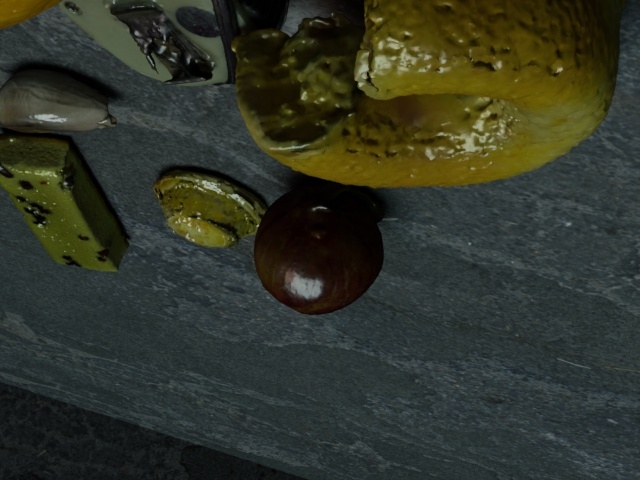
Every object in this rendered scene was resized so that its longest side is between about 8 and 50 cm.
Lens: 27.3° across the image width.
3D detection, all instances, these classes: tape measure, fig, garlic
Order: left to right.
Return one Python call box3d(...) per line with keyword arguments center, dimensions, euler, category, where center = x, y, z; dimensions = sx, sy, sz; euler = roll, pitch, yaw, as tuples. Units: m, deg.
box3d(center=(-0.388, -0.194, 1.862), dimensions=(0.196, 0.087, 0.101), euler=(1, 165, 26), category="garlic")
box3d(center=(-0.139, -0.263, 1.481), dimensions=(0.271, 0.133, 0.231), euler=(-9, 145, 41), category="tape measure")
box3d(center=(-0.001, 0.001, 1.913), dimensions=(0.205, 0.205, 0.205), euler=(14, 156, 7), category="fig")

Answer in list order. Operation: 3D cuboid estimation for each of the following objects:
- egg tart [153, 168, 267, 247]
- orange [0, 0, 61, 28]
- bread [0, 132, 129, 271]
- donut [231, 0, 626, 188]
box3d(center=(-0.178, -0.042, 2.063), dimensions=(0.191, 0.074, 0.191), euler=(17, 158, 7), category="egg tart")
box3d(center=(-0.309, -0.343, 1.154), dimensions=(0.341, 0.340, 0.293), euler=(-7, 140, 44), category="orange")
box3d(center=(-0.433, -0.059, 2.187), dimensions=(0.138, 0.077, 0.361), euler=(10, 155, 13), category="bread")
box3d(center=(0.132, -0.171, 1.343), dimensions=(0.378, 0.163, 0.435), euler=(5, 161, -22), category="donut")
